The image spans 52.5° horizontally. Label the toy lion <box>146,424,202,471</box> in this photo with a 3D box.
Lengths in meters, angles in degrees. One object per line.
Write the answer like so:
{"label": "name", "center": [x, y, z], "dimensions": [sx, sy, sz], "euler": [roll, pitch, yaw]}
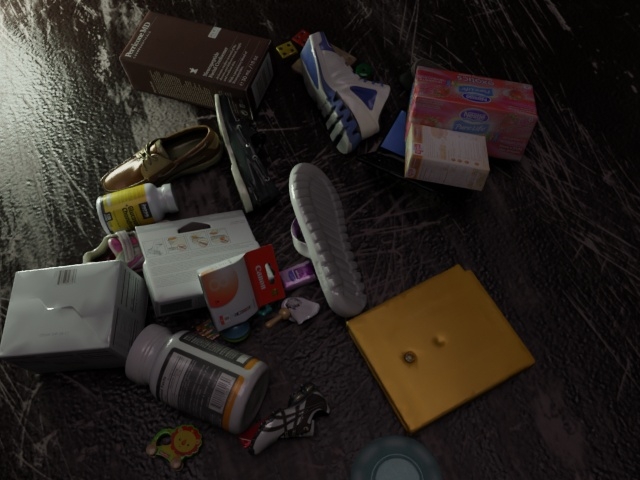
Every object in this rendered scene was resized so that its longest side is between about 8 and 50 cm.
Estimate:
{"label": "toy lion", "center": [-0.307, 0.436, 1.389], "dimensions": [0.100, 0.034, 0.096], "euler": [22, 60, 14]}

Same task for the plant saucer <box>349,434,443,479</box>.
{"label": "plant saucer", "center": [0.156, 0.495, 1.327], "dimensions": [0.195, 0.037, 0.195], "euler": [-2, 63, 3]}

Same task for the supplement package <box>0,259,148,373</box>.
{"label": "supplement package", "center": [-0.541, 0.173, 1.445], "dimensions": [0.262, 0.145, 0.204], "euler": [-6, 62, 11]}

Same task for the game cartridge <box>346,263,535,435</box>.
{"label": "game cartridge", "center": [0.263, 0.233, 1.451], "dimensions": [0.324, 0.052, 0.285], "euler": [-25, 64, -12]}

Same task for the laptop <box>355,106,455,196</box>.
{"label": "laptop", "center": [0.250, -0.230, 1.629], "dimensions": [0.234, 0.264, 0.136], "euler": [25, 109, 16]}

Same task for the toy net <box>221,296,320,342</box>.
{"label": "toy net", "center": [-0.118, 0.166, 1.509], "dimensions": [0.232, 0.045, 0.122], "euler": [-6, 44, -3]}

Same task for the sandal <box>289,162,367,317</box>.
{"label": "sandal", "center": [-0.010, -0.003, 1.547], "dimensions": [0.102, 0.169, 0.416], "euler": [-33, 58, 32]}

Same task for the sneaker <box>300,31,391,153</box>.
{"label": "sneaker", "center": [0.080, -0.399, 1.722], "dimensions": [0.182, 0.127, 0.315], "euler": [-22, 89, -20]}

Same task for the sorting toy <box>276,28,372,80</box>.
{"label": "sorting toy", "center": [0.004, -0.491, 1.828], "dimensions": [0.274, 0.046, 0.132], "euler": [34, 70, 18]}

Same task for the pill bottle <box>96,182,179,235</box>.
{"label": "pill bottle", "center": [-0.452, -0.083, 1.616], "dimensions": [0.184, 0.103, 0.103], "euler": [-16, 63, -4]}

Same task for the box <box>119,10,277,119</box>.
{"label": "box", "center": [-0.332, -0.488, 1.797], "dimensions": [0.381, 0.143, 0.191], "euler": [15, 65, 13]}

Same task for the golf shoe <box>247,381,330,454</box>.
{"label": "golf shoe", "center": [-0.063, 0.392, 1.366], "dimensions": [0.198, 0.077, 0.094], "euler": [-41, 74, -21]}

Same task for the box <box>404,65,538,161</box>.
{"label": "box", "center": [0.371, -0.318, 1.628], "dimensions": [0.300, 0.142, 0.154], "euler": [10, 45, 1]}

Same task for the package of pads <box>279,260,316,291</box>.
{"label": "package of pads", "center": [-0.055, 0.086, 1.548], "dimensions": [0.083, 0.032, 0.050], "euler": [-21, 67, -7]}

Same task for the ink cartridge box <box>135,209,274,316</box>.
{"label": "ink cartridge box", "center": [-0.278, 0.046, 1.526], "dimensions": [0.275, 0.060, 0.239], "euler": [-11, 47, -21]}

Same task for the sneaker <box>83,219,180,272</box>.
{"label": "sneaker", "center": [-0.455, 0.026, 1.556], "dimensions": [0.252, 0.111, 0.103], "euler": [-34, 66, -13]}

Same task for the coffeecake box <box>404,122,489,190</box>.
{"label": "coffeecake box", "center": [0.299, -0.201, 1.548], "dimensions": [0.186, 0.068, 0.142], "euler": [10, 43, -1]}

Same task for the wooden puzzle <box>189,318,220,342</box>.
{"label": "wooden puzzle", "center": [-0.266, 0.214, 1.509], "dimensions": [0.049, 0.006, 0.083], "euler": [-32, 66, -13]}

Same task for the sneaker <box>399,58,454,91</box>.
{"label": "sneaker", "center": [0.325, -0.409, 1.757], "dimensions": [0.222, 0.118, 0.083], "euler": [32, 83, -13]}

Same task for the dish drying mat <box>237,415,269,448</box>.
{"label": "dish drying mat", "center": [-0.135, 0.413, 1.400], "dimensions": [0.083, 0.008, 0.032], "euler": [-30, 65, -11]}

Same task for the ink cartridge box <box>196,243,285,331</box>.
{"label": "ink cartridge box", "center": [-0.168, 0.105, 1.437], "dimensions": [0.179, 0.145, 0.045], "euler": [-19, 24, -15]}

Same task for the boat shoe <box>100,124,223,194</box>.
{"label": "boat shoe", "center": [-0.412, -0.212, 1.670], "dimensions": [0.324, 0.120, 0.122], "euler": [-27, 65, -10]}

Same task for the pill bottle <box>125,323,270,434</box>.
{"label": "pill bottle", "center": [-0.262, 0.288, 1.386], "dimensions": [0.278, 0.162, 0.162], "euler": [20, 66, 13]}

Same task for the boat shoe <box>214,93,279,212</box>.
{"label": "boat shoe", "center": [-0.188, -0.239, 1.668], "dimensions": [0.113, 0.127, 0.340], "euler": [-16, 65, -6]}
